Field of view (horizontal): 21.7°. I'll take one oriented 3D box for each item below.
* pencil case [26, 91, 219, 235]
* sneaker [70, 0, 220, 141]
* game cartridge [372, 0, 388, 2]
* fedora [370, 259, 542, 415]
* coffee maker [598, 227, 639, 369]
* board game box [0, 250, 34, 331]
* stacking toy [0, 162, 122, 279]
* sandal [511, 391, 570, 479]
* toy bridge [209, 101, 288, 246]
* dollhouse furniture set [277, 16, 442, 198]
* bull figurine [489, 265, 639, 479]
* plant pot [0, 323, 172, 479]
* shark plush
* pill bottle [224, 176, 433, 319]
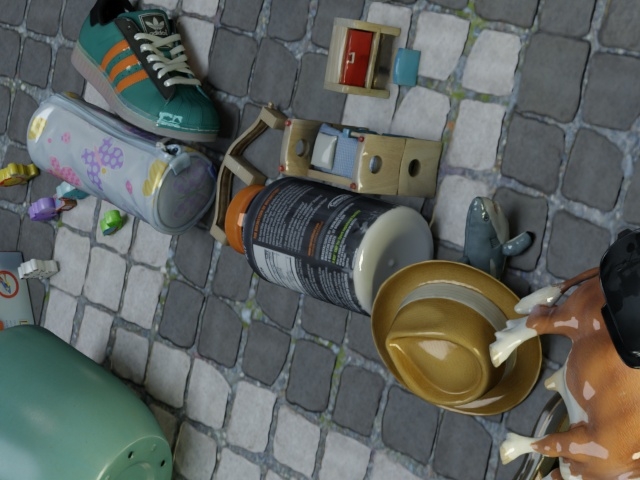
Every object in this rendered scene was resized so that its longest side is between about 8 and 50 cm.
[{"bbox_3d":[-0.260,-0.103,2.151,0.273,0.124,0.113,25,64,38],"label":"pencil case"},{"bbox_3d":[-0.222,-0.230,2.148,0.302,0.108,0.121,39,119,40],"label":"sneaker"},{"bbox_3d":[0.127,-0.409,1.850,0.297,0.062,0.198,-40,58,36],"label":"game cartridge"},{"bbox_3d":[0.132,0.115,1.754,0.194,0.079,0.194,10,116,22],"label":"fedora"},{"bbox_3d":[0.356,0.068,1.511,0.171,0.178,0.120,50,122,34],"label":"coffee maker"},{"bbox_3d":[-0.535,0.167,2.305,0.086,0.302,0.308,-26,70,41],"label":"board game box"},{"bbox_3d":[-0.363,-0.059,2.320,0.221,0.052,0.167,-30,68,39],"label":"stacking toy"},{"bbox_3d":[0.230,0.255,1.712,0.060,0.090,0.219,27,101,19],"label":"sandal"},{"bbox_3d":[-0.095,-0.088,2.073,0.063,0.026,0.188,41,116,39],"label":"toy bridge"},{"bbox_3d":[0.052,-0.151,1.857,0.129,0.129,0.184,15,99,44],"label":"dollhouse furniture set"},{"bbox_3d":[0.266,0.166,1.597,0.188,0.101,0.310,-10,54,13],"label":"bull figurine"},{"bbox_3d":[-0.334,0.287,2.126,0.235,0.293,0.293,24,106,27],"label":"plant pot"},{"bbox_3d":[0.156,0.025,1.789,0.073,0.067,0.161,48,120,34],"label":"shark plush"},{"bbox_3d":[0.000,0.000,1.902,0.245,0.130,0.130,18,101,44],"label":"pill bottle"}]
